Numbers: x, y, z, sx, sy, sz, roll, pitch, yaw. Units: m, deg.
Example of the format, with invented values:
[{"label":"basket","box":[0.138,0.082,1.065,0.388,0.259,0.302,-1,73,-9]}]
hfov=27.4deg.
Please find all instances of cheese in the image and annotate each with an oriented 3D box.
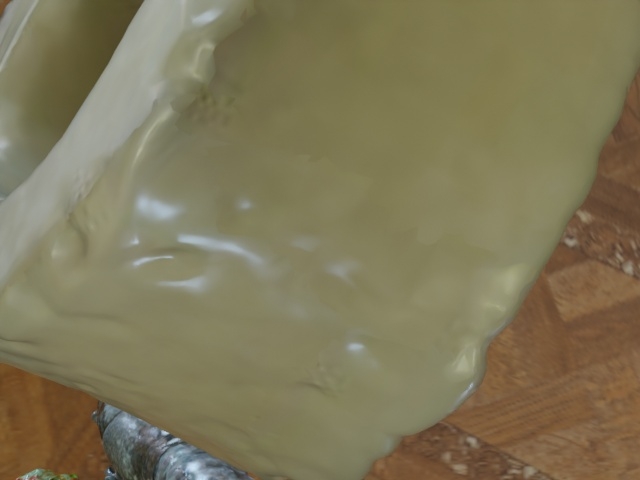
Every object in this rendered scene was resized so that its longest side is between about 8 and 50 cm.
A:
[{"label":"cheese","box":[-0.012,-0.088,0.498,0.153,0.292,0.332,27,81,-24]}]

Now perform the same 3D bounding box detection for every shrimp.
[{"label":"shrimp","box":[-0.125,0.218,1.244,0.221,0.410,0.166,-43,108,-10]}]

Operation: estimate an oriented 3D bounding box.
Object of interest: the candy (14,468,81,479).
[{"label":"candy","box":[-0.182,0.158,0.665,0.055,0.184,0.049,1,98,31]}]
